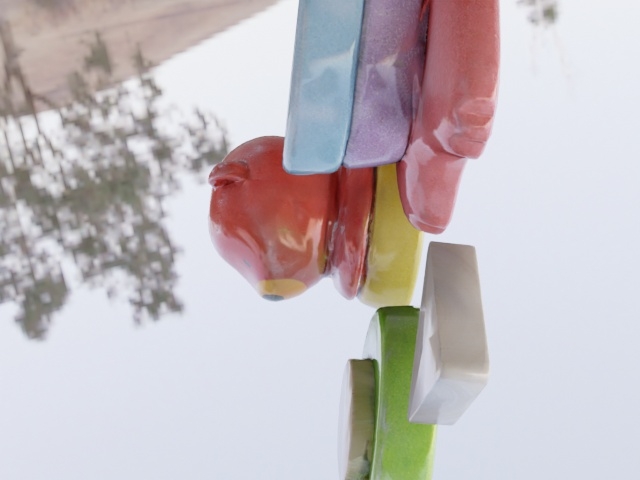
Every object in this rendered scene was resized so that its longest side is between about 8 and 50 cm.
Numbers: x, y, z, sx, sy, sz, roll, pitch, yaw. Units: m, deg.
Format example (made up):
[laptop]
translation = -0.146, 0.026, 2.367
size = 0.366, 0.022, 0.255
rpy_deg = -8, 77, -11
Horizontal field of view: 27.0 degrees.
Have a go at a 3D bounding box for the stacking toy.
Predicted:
[stacking toy]
translation = 0.000, 0.000, 0.702
size = 0.130, 0.309, 0.280
rpy_deg = 6, -121, -3
